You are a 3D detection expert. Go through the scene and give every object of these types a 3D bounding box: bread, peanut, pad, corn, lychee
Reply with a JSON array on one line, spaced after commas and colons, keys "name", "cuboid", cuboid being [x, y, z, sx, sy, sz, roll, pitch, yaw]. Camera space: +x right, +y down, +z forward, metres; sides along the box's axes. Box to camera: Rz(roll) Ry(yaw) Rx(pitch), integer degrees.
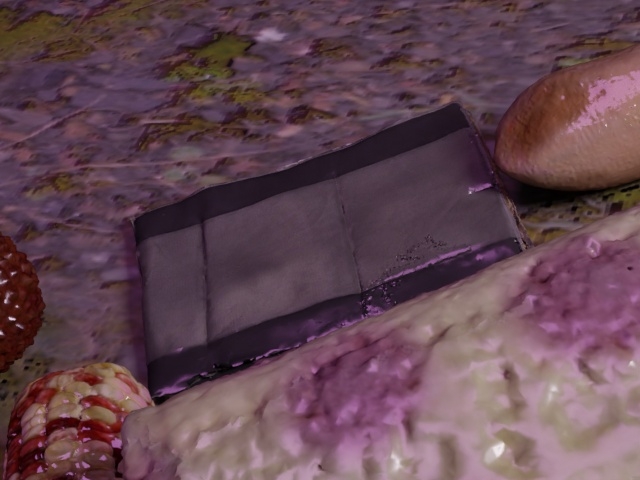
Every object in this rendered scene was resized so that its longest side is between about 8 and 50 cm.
[{"name": "bread", "cuboid": [0.093, 0.099, 0.609, 0.338, 0.155, 0.187, -21, 45, -2]}, {"name": "peanut", "cuboid": [0.172, -0.070, 0.830, 0.152, 0.076, 0.076, -17, 41, -1]}, {"name": "pad", "cuboid": [0.000, -0.001, 0.858, 0.233, 0.022, 0.174, -18, 41, 4]}, {"name": "corn", "cuboid": [-0.107, 0.163, 0.673, 0.086, 0.086, 0.253, -16, 41, 4]}, {"name": "lychee", "cuboid": [-0.226, 0.039, 0.836, 0.123, 0.129, 0.123, -32, 49, 47]}]
